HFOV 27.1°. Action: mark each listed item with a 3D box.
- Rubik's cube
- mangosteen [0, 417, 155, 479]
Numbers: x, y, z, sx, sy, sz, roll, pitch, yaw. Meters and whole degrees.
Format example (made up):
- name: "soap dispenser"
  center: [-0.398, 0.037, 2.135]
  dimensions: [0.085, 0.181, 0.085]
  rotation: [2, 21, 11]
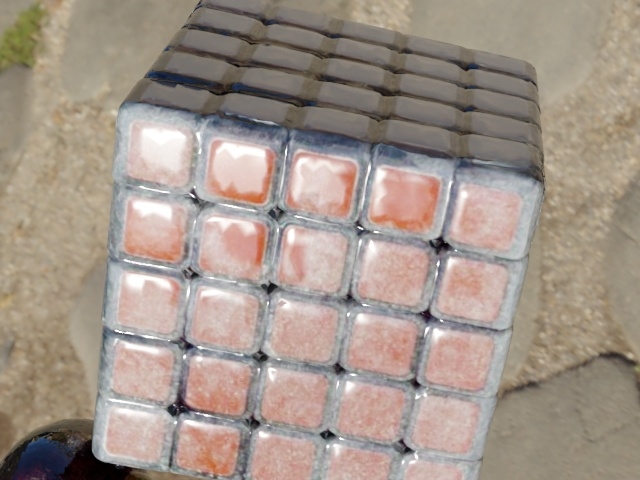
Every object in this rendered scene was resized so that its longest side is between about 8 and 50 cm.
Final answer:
- name: "Rubik's cube"
  center: [0.000, 0.000, 0.832]
  dimensions: [0.237, 0.238, 0.237]
  rotation: [-79, 1, -63]
- name: "mangosteen"
  center: [-0.166, 0.192, 0.926]
  dimensions: [0.140, 0.140, 0.140]
  rotation: [-20, 57, 33]
